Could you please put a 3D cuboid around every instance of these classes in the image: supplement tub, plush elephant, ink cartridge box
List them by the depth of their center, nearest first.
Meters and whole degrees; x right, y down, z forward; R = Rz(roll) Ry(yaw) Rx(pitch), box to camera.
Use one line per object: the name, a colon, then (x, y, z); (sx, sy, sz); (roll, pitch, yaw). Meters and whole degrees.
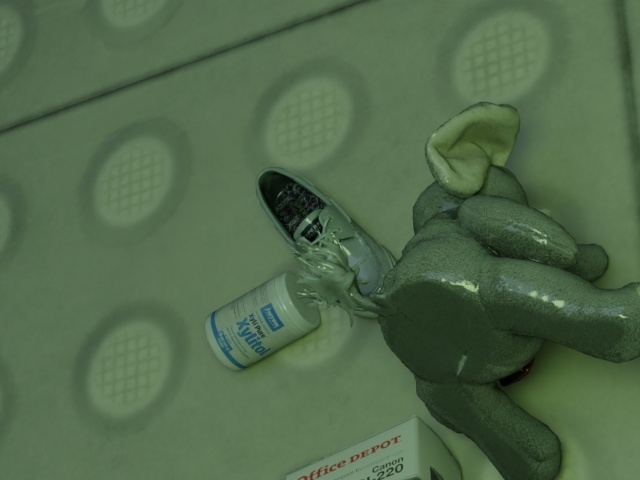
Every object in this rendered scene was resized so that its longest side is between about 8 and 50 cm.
ink cartridge box: (0.049, 0.289, 1.837); (0.159, 0.092, 0.218); (-27, 31, 20)
plush elephant: (0.162, 0.030, 1.862); (0.330, 0.271, 0.255); (26, 41, 9)
supplement tub: (-0.062, 0.086, 2.075); (0.107, 0.071, 0.071); (-31, 53, 20)

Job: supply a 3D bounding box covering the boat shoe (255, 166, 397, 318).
boat shoe: (0.000, -0.001, 2.069); (0.079, 0.081, 0.227); (-48, 50, 5)
